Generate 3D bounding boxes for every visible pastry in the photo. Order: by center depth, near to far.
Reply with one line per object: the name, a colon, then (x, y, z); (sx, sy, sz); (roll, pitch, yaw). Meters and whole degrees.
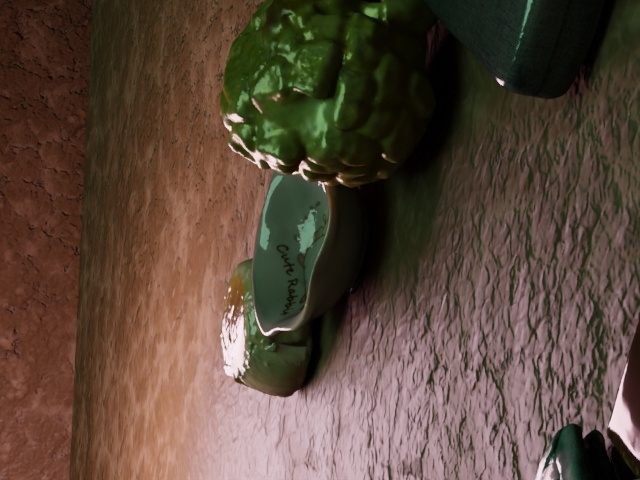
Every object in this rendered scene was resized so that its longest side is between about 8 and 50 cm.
pastry: (-0.061, 0.098, 1.790); (0.166, 0.088, 0.166); (-176, 90, -74)

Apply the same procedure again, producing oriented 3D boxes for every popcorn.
popcorn: (0.012, -0.160, 1.500); (0.235, 0.181, 0.217); (39, 108, 55)

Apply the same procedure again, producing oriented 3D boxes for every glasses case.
glasses case: (0.145, -0.233, 1.301); (0.323, 0.074, 0.131); (-117, 39, -60)

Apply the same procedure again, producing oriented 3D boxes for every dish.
dish: (0.000, 0.000, 1.656); (0.229, 0.081, 0.229); (-169, 90, -70)

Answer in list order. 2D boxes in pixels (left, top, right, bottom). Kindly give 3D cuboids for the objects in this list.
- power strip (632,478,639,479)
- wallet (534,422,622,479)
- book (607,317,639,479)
power strip: (0.258, 0.125, 0.741); (0.385, 0.091, 0.062); (148, 124, -61)
wallet: (0.144, 0.305, 1.005); (0.342, 0.075, 0.237); (-93, 24, -59)
book: (0.276, 0.020, 0.883); (0.262, 0.028, 0.374); (-123, 44, -60)
